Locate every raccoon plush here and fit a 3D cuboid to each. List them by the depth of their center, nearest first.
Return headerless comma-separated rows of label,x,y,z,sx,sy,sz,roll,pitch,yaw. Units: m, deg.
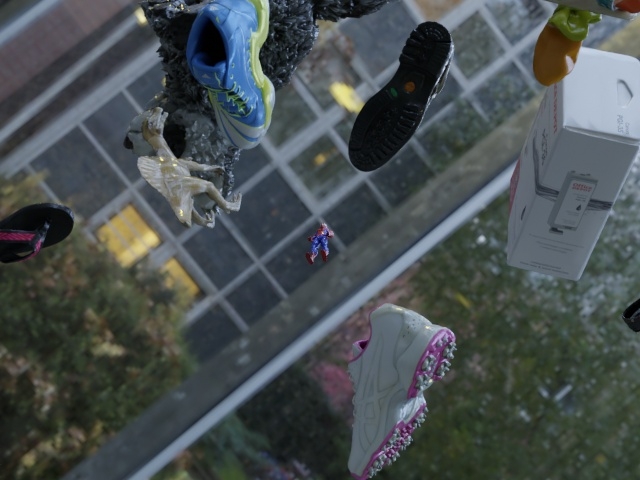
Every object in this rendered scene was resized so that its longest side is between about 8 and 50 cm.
raccoon plush,-0.064,-0.215,1.665,0.216,0.446,0.299,-107,-172,-65

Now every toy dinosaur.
toy dinosaur,-0.122,-0.043,1.038,0.092,0.053,0.183,25,27,-36

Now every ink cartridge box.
ink cartridge box,0.369,-0.115,1.720,0.117,0.207,0.283,13,-45,0

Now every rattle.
rattle,0.315,-0.247,1.397,0.130,0.143,0.199,24,10,-29

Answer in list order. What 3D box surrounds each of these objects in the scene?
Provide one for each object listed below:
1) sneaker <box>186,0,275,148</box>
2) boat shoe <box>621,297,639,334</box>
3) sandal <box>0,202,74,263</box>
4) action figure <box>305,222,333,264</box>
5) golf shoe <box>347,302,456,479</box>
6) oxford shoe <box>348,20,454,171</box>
sneaker,-0.122,-0.201,1.434,0.091,0.126,0.240,15,-52,22
boat shoe,0.545,0.094,1.881,0.042,0.133,0.049,43,13,-23
sandal,-0.378,0.005,1.416,0.040,0.179,0.067,-100,167,-45
action figure,0.000,0.000,1.796,0.115,0.038,0.030,-74,145,-67
golf shoe,0.096,0.228,1.784,0.140,0.306,0.115,36,30,24
oxford shoe,0.122,-0.190,1.636,0.083,0.227,0.096,37,7,15
